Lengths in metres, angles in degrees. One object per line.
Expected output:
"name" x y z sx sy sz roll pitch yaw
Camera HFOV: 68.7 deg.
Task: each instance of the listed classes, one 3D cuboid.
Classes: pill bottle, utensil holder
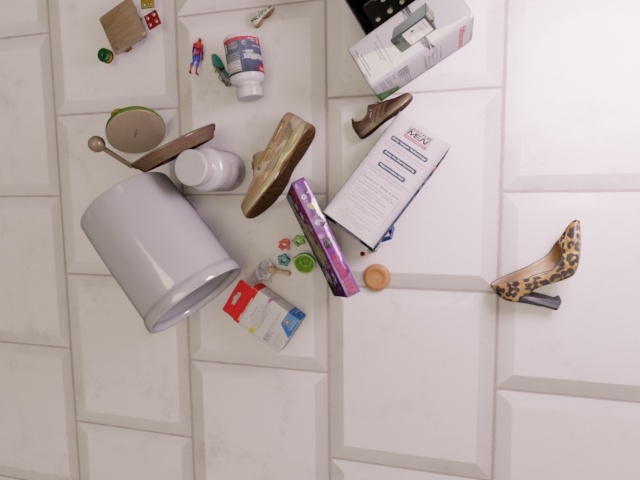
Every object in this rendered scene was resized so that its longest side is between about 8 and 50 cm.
"pill bottle" -0.224 -0.518 1.409 0.108 0.108 0.180 -8 94 16
"pill bottle" -0.331 -0.212 1.407 0.131 0.229 0.131 2 96 15
"utensil holder" -0.487 0.033 1.431 0.328 0.327 0.385 -41 83 16

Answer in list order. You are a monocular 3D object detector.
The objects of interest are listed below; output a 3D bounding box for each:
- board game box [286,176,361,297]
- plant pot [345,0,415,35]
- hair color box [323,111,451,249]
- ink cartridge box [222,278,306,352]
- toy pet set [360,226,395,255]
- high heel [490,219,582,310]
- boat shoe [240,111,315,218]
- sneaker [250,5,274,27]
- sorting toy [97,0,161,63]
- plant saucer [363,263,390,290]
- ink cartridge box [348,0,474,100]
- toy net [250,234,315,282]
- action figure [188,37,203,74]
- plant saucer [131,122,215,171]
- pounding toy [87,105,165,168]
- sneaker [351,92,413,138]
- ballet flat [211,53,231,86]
"board game box" 0.000 0.000 1.354 0.056 0.208 0.346 -25 88 -14
"plant pot" 0.174 -0.649 1.252 0.188 0.167 0.187 -32 85 17
"hair color box" 0.182 -0.158 1.293 0.174 0.105 0.347 37 89 10
"ink cartridge box" -0.180 0.231 1.493 0.231 0.078 0.134 35 103 9
"toy pet set" 0.158 -0.027 1.394 0.114 0.065 0.122 -22 86 51
"high heel" 0.577 0.055 1.254 0.186 0.093 0.261 13 108 7
"boat shoe" -0.149 -0.224 1.422 0.110 0.122 0.341 35 94 14
"sneaker" -0.178 -0.685 1.417 0.083 0.032 0.037 -38 85 15
"sorting toy" -0.628 -0.699 1.532 0.275 0.046 0.132 -25 89 17
"plant saucer" 0.170 0.113 1.417 0.084 0.013 0.083 2 97 15
"ink cartridge box" 0.240 -0.512 1.229 0.289 0.211 0.121 -31 87 15
"toy net" -0.131 0.071 1.462 0.232 0.045 0.122 -23 111 18
"action figure" -0.393 -0.587 1.489 0.038 0.030 0.115 12 94 8
"plant saucer" -0.435 -0.275 1.413 0.278 0.278 0.041 -22 106 16
"pounding toy" -0.626 -0.369 1.523 0.237 0.183 0.110 -37 60 19
"sneaker" 0.171 -0.372 1.337 0.188 0.066 0.071 -35 85 15
"ballet flat" -0.316 -0.531 1.470 0.041 0.041 0.114 -35 85 16
